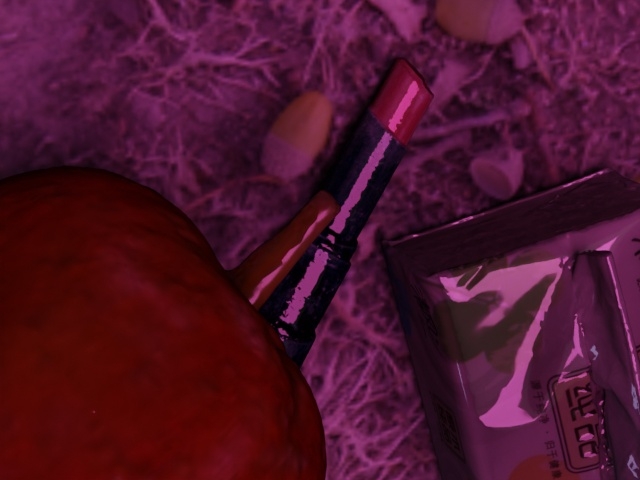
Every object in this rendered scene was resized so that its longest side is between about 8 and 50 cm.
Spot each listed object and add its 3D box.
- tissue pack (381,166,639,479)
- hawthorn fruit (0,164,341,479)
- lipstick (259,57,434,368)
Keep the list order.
[{"bbox_3d":[0.152,0.097,1.051,0.159,0.145,0.229,-18,109,-9],"label":"tissue pack"},{"bbox_3d":[-0.115,0.088,0.906,0.330,0.287,0.287,-42,111,-7],"label":"hawthorn fruit"},{"bbox_3d":[0.000,0.000,1.041,0.053,0.053,0.234,28,91,-21],"label":"lipstick"}]
